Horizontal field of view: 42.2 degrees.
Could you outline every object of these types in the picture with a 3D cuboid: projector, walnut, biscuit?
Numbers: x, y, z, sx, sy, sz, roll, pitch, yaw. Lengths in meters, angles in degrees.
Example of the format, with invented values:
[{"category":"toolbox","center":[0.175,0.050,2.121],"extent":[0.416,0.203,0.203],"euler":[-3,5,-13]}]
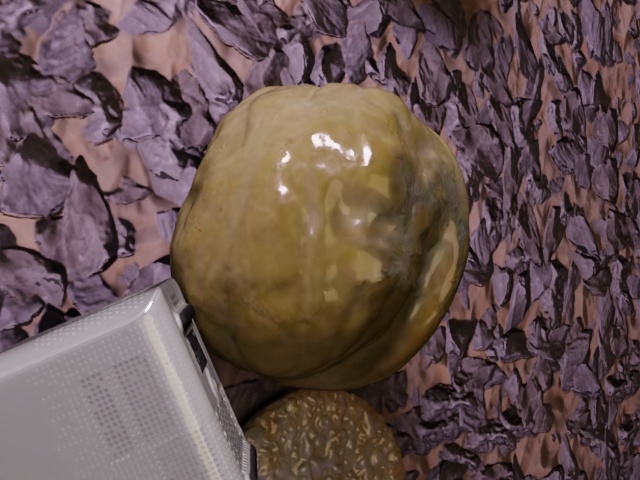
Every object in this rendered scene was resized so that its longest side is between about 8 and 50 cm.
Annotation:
[{"category":"projector","center":[-0.181,0.152,0.600],"extent":[0.243,0.163,0.177],"euler":[-24,92,-2]},{"category":"walnut","center":[0.000,0.000,0.769],"extent":[0.253,0.282,0.276],"euler":[17,85,-3]},{"category":"biscuit","center":[-0.001,0.256,0.911],"extent":[0.265,0.040,0.188],"euler":[24,73,-40]}]
